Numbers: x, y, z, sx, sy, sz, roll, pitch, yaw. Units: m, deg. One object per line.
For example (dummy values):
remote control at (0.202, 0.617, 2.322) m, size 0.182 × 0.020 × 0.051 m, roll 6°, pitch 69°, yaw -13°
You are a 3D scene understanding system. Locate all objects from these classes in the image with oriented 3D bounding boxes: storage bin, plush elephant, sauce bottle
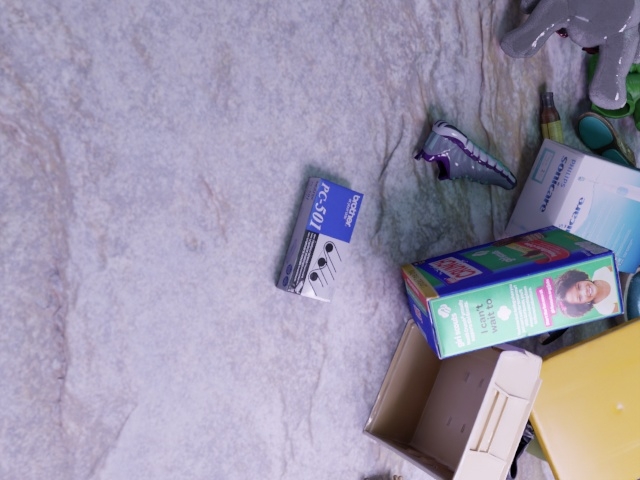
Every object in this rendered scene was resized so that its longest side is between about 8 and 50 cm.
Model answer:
storage bin at (0.242, 0.292, 1.311) m, size 0.123 × 0.262 × 0.260 m, roll 26°, pitch 83°, yaw -29°
plush elephant at (0.552, -0.478, 1.420) m, size 0.255 × 0.272 × 0.330 m, roll -46°, pitch 158°, yaw -55°
sauce bottle at (0.489, -0.249, 1.507) m, size 0.042 × 0.042 × 0.128 m, roll -18°, pitch 106°, yaw -26°

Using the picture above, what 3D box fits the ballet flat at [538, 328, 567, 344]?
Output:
ballet flat at (0.543, 0.171, 1.593) m, size 0.173 × 0.049 × 0.057 m, roll -40°, pitch 155°, yaw -18°

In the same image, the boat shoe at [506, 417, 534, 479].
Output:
boat shoe at (0.442, 0.428, 1.548) m, size 0.075 × 0.065 × 0.206 m, roll 41°, pitch 76°, yaw -26°

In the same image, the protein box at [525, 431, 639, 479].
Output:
protein box at (0.592, 0.419, 1.550) m, size 0.136 × 0.201 × 0.200 m, roll 27°, pitch 83°, yaw -28°

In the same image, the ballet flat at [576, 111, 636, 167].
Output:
ballet flat at (0.636, -0.224, 1.587) m, size 0.206 × 0.073 × 0.067 m, roll 44°, pitch 49°, yaw -28°

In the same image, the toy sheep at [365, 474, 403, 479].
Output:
toy sheep at (0.131, 0.503, 1.378) m, size 0.132 × 0.091 × 0.091 m, roll -4°, pitch 98°, yaw -10°

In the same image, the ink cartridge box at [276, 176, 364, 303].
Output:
ink cartridge box at (0.000, 0.000, 1.269) m, size 0.097 × 0.046 × 0.207 m, roll 18°, pitch 87°, yaw -30°

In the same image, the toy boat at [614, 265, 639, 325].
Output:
toy boat at (0.827, 0.114, 1.673) m, size 0.267 × 0.148 × 0.318 m, roll 41°, pitch 77°, yaw -26°

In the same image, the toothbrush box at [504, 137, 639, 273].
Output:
toothbrush box at (0.568, -0.067, 1.496) m, size 0.295 × 0.126 × 0.216 m, roll 9°, pitch 109°, yaw -30°

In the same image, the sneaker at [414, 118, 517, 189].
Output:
sneaker at (0.285, -0.144, 1.403) m, size 0.224 × 0.083 × 0.098 m, roll 32°, pitch 101°, yaw -23°

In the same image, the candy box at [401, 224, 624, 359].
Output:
candy box at (0.323, 0.083, 1.271) m, size 0.317 × 0.268 × 0.122 m, roll -16°, pitch 101°, yaw 0°

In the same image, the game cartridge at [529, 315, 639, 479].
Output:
game cartridge at (0.580, 0.331, 1.418) m, size 0.324 × 0.052 × 0.285 m, roll -21°, pitch 86°, yaw -2°

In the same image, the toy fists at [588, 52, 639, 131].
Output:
toy fists at (0.697, -0.336, 1.570) m, size 0.279 × 0.096 × 0.142 m, roll 12°, pitch 68°, yaw -28°
